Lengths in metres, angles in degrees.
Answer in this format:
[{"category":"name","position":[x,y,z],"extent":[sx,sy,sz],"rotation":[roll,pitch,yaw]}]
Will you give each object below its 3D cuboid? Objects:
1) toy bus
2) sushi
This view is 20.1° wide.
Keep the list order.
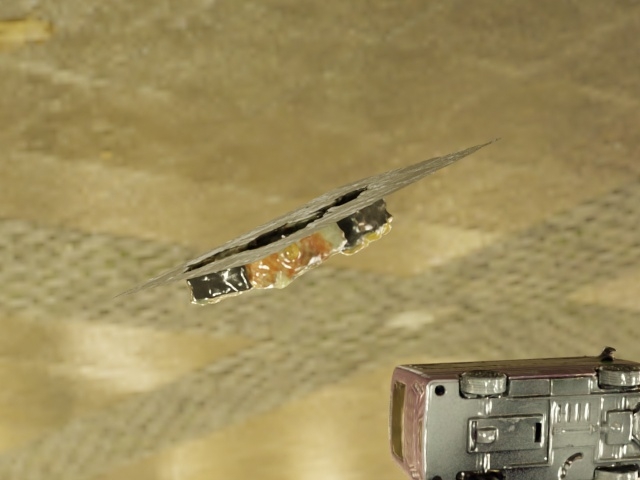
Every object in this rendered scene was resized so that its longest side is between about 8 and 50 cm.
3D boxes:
[{"category":"toy bus","position":[0.140,0.120,1.226],"extent":[0.178,0.087,0.098],"rotation":[-1,-174,-19]},{"category":"sushi","position":[0.000,0.000,1.003],"extent":[0.201,0.031,0.139],"rotation":[-27,-172,-39]}]
